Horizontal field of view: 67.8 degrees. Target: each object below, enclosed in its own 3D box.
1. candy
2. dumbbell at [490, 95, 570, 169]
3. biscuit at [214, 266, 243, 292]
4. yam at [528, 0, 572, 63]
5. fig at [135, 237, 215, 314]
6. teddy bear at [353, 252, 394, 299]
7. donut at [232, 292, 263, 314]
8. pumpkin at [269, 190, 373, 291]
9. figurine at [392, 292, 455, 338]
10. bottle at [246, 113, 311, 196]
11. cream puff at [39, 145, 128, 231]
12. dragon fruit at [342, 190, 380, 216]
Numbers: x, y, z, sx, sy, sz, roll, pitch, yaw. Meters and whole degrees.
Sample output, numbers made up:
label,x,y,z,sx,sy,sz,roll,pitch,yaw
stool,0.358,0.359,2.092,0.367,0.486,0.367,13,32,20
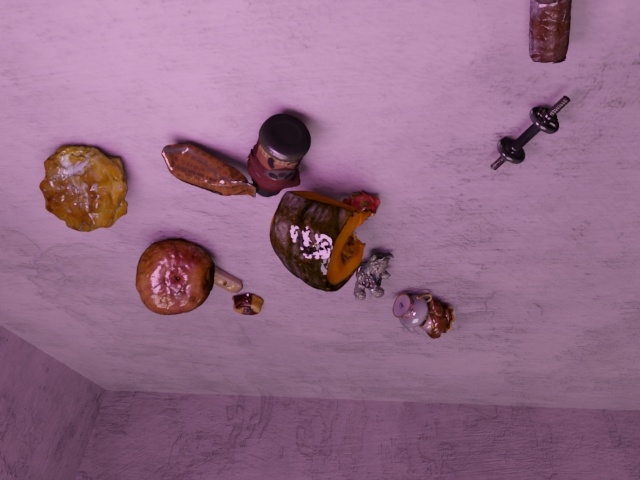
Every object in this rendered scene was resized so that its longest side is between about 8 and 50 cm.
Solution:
label,x,y,z,sx,sy,sz,roll,pitch,yaw
candy,-0.299,-0.185,1.333,0.272,0.101,0.143,22,174,1
dumbbell,0.504,-0.256,1.164,0.082,0.081,0.254,17,144,-15
biscuit,-0.396,0.152,1.916,0.056,0.052,0.188,-35,130,28
yam,0.451,-0.423,0.937,0.079,0.079,0.141,-6,142,17
fig,-0.570,0.125,1.802,0.286,0.286,0.369,29,169,-29
teddy bear,0.192,0.112,1.738,0.133,0.111,0.213,0,125,-27
donut,-0.321,0.282,2.086,0.141,0.059,0.140,4,148,2
pumpkin,0.000,0.000,1.388,0.226,0.256,0.303,26,133,28
figurine,0.425,0.304,1.929,0.264,0.142,0.189,25,118,-25
bottle,-0.114,-0.209,1.278,0.156,0.143,0.271,36,151,0
cream puff,-0.687,-0.161,1.429,0.282,0.185,0.281,7,108,22
dragon fruit,0.119,-0.108,1.438,0.116,0.080,0.086,12,155,-3
